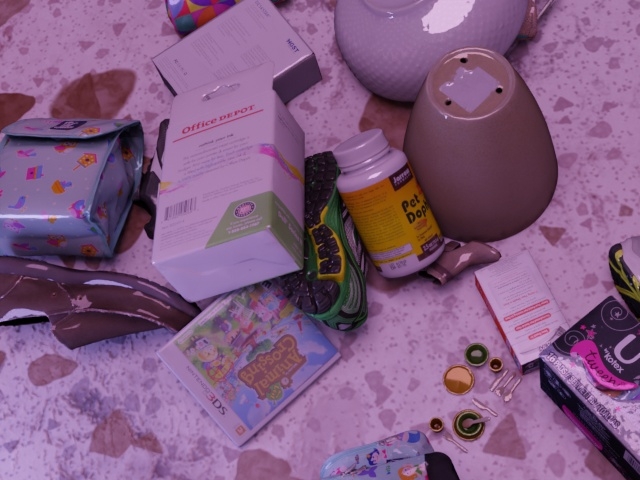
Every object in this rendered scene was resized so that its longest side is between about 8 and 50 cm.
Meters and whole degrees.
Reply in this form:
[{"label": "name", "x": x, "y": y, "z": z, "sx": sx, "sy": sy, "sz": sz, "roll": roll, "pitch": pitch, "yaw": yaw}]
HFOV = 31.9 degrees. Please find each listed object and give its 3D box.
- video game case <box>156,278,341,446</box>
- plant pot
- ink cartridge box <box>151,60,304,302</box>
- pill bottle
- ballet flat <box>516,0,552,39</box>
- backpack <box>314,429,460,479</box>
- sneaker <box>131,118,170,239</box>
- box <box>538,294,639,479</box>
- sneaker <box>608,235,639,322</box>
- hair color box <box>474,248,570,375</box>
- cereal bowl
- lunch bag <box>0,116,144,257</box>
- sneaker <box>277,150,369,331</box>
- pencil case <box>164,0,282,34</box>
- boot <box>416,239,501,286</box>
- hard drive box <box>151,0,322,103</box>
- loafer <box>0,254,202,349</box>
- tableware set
[{"label": "video game case", "x": -0.109, "y": 0.174, "z": 1.718, "sx": 0.212, "sy": 0.023, "sz": 0.193, "roll": -41, "pitch": 90, "yaw": -10}, {"label": "plant pot", "x": 0.237, "y": -0.167, "z": 1.717, "sx": 0.257, "sy": 0.274, "sz": 0.256, "roll": -4, "pitch": 65, "yaw": 8}, {"label": "ink cartridge box", "x": -0.136, "y": -0.098, "z": 1.753, "sx": 0.207, "sy": 0.119, "sz": 0.353, "roll": -17, "pitch": 49, "yaw": 20}, {"label": "pill bottle", "x": 0.100, "y": -0.059, "z": 1.721, "sx": 0.117, "sy": 0.117, "sz": 0.215, "roll": -27, "pitch": 106, "yaw": -3}, {"label": "ballet flat", "x": 0.376, "y": -0.480, "z": 1.946, "sx": 0.106, "sy": 0.107, "sz": 0.315, "roll": 20, "pitch": 76, "yaw": 2}, {"label": "backpack", "x": 0.080, "y": 0.390, "z": 1.517, "sx": 0.254, "sy": 0.225, "sz": 0.191, "roll": -23, "pitch": 41, "yaw": 4}, {"label": "sneaker", "x": -0.269, "y": -0.101, "z": 1.889, "sx": 0.106, "sy": 0.078, "sz": 0.234, "roll": -11, "pitch": 66, "yaw": 2}, {"label": "box", "x": 0.438, "y": 0.225, "z": 1.556, "sx": 0.142, "sy": 0.163, "sz": 0.247, "roll": -39, "pitch": 65, "yaw": -7}, {"label": "sneaker", "x": 0.567, "y": 0.131, "z": 1.589, "sx": 0.147, "sy": 0.145, "sz": 0.384, "roll": -28, "pitch": 65, "yaw": -3}, {"label": "hair color box", "x": 0.309, "y": 0.108, "z": 1.698, "sx": 0.093, "sy": 0.053, "sz": 0.167, "roll": -23, "pitch": 62, "yaw": 0}, {"label": "cereal bowl", "x": 0.166, "y": -0.410, "z": 1.867, "sx": 0.339, "sy": 0.141, "sz": 0.338, "roll": -14, "pitch": 59, "yaw": 24}, {"label": "lunch bag", "x": -0.430, "y": -0.110, "z": 1.882, "sx": 0.224, "sy": 0.160, "sz": 0.262, "roll": 1, "pitch": 54, "yaw": 15}, {"label": "sneaker", "x": 0.000, "y": 0.000, "z": 1.774, "sx": 0.134, "sy": 0.146, "sz": 0.343, "roll": -21, "pitch": 47, "yaw": 20}, {"label": "pencil case", "x": -0.167, "y": -0.453, "z": 2.024, "sx": 0.236, "sy": 0.104, "sz": 0.104, "roll": -21, "pitch": 63, "yaw": 0}, {"label": "boot", "x": 0.210, "y": 0.038, "z": 1.738, "sx": 0.118, "sy": 0.042, "sz": 0.087, "roll": 9, "pitch": 44, "yaw": 48}, {"label": "hard drive box", "x": -0.145, "y": -0.298, "z": 1.952, "sx": 0.232, "sy": 0.089, "sz": 0.181, "roll": -34, "pitch": 64, "yaw": -5}, {"label": "loafer", "x": -0.364, "y": 0.116, "z": 1.791, "sx": 0.366, "sy": 0.134, "sz": 0.130, "roll": 8, "pitch": 80, "yaw": 17}, {"label": "tableware set", "x": 0.221, "y": 0.230, "z": 1.673, "sx": 0.104, "sy": 0.024, "sz": 0.154, "roll": 35, "pitch": 76, "yaw": 23}]
